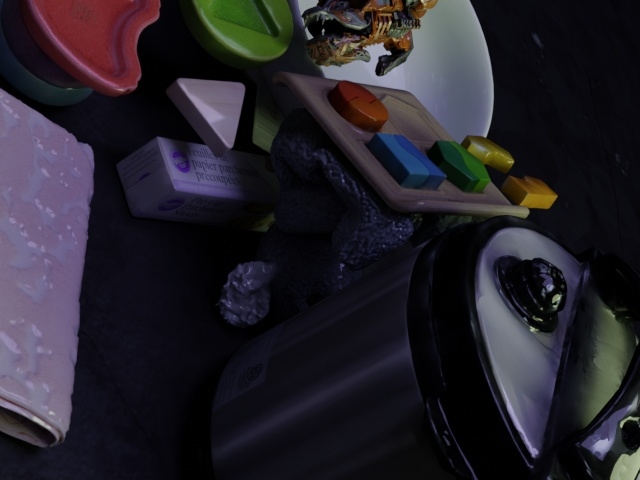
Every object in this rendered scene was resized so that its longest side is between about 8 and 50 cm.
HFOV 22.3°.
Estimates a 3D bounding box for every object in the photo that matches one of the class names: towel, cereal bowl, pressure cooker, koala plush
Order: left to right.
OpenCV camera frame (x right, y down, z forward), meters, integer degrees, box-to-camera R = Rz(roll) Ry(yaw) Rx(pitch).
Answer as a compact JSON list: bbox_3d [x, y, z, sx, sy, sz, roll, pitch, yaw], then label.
[{"bbox_3d":[-0.321,-0.027,1.365,0.317,0.053,0.332,36,38,-35],"label":"towel"},{"bbox_3d":[0.000,0.000,1.669,0.203,0.221,0.196,42,25,21],"label":"koala plush"},{"bbox_3d":[0.042,-0.215,1.882,0.339,0.141,0.339,24,54,-39],"label":"cereal bowl"},{"bbox_3d":[0.137,0.183,1.492,0.375,0.420,0.370,18,49,-50],"label":"pressure cooker"}]

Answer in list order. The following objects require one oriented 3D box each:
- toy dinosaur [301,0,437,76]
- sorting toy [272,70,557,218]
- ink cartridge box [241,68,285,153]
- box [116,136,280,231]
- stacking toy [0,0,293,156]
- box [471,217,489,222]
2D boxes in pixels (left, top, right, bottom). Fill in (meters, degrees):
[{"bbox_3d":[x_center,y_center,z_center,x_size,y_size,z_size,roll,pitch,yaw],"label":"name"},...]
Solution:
[{"bbox_3d":[0.061,-0.303,1.763,0.322,0.164,0.218,-65,137,-63],"label":"toy dinosaur"},{"bbox_3d":[0.116,-0.100,1.676,0.307,0.041,0.229,2,38,-50],"label":"sorting toy"},{"bbox_3d":[-0.027,-0.171,1.945,0.189,0.066,0.232,31,56,-40],"label":"ink cartridge box"},{"bbox_3d":[-0.080,-0.052,1.731,0.324,0.067,0.063,7,57,-55],"label":"box"},{"bbox_3d":[-0.190,-0.220,1.656,0.279,0.130,0.309,38,46,-18],"label":"stacking toy"},{"bbox_3d":[0.221,-0.023,2.152,0.083,0.062,0.052,40,33,-28],"label":"box"}]
